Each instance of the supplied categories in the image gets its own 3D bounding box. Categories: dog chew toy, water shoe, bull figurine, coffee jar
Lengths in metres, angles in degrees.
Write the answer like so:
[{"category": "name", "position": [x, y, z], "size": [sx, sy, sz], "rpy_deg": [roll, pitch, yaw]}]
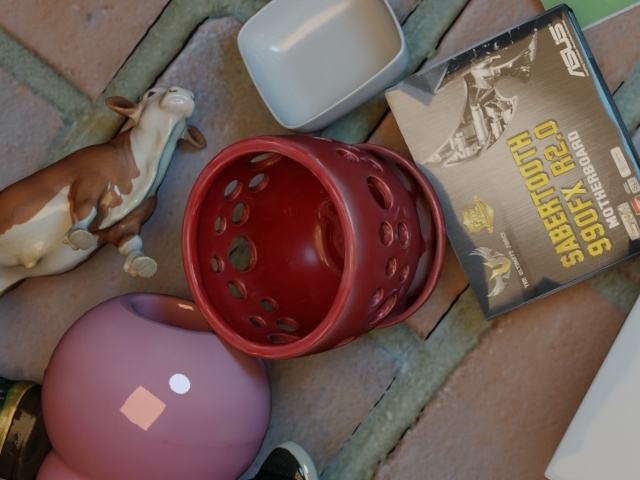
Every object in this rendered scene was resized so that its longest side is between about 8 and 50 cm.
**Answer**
[{"category": "dog chew toy", "position": [-0.166, 0.220, 1.699], "size": [0.206, 0.206, 0.332], "rpy_deg": [16, 102, 9]}, {"category": "water shoe", "position": [-0.066, 0.269, 1.637], "size": [0.073, 0.080, 0.203], "rpy_deg": [31, 103, 40]}, {"category": "bull figurine", "position": [-0.229, -0.021, 1.723], "size": [0.310, 0.188, 0.101], "rpy_deg": [-31, 120, 17]}, {"category": "coffee jar", "position": [-0.335, 0.159, 1.781], "size": [0.184, 0.079, 0.096], "rpy_deg": [20, 95, 9]}]

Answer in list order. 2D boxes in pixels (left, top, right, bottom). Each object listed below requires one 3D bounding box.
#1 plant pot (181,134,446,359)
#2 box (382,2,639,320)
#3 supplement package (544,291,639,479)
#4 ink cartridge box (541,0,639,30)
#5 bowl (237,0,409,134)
[{"category": "plant pot", "position": [0.000, 0.000, 1.651], "size": [0.191, 0.174, 0.191], "rpy_deg": [4, 98, 34]}, {"category": "box", "position": [0.186, -0.070, 1.686], "size": [0.183, 0.056, 0.231], "rpy_deg": [-24, 87, 14]}, {"category": "supplement package", "position": [0.337, 0.109, 1.594], "size": [0.175, 0.177, 0.293], "rpy_deg": [28, 91, 12]}, {"category": "ink cartridge box", "position": [0.238, -0.320, 1.679], "size": [0.171, 0.056, 0.235], "rpy_deg": [-25, 111, 10]}, {"category": "bowl", "position": [0.009, -0.170, 1.704], "size": [0.142, 0.053, 0.142], "rpy_deg": [-35, 57, 11]}]
